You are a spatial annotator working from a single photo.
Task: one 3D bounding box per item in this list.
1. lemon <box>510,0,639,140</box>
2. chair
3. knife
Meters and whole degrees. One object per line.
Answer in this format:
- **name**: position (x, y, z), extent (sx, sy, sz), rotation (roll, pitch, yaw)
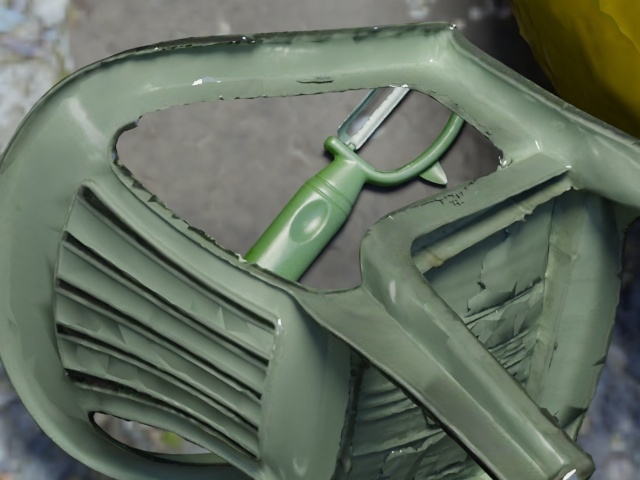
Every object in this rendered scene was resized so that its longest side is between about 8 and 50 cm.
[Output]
- **lemon**: position (0.224, -0.161, 0.656), extent (0.364, 0.364, 0.364), rotation (1, 78, -6)
- **chair**: position (0.025, 0.048, 0.595), extent (0.191, 0.275, 0.203), rotation (-12, 123, -33)
- **knife**: position (0.000, 0.000, 0.751), extent (0.054, 0.015, 0.212), rotation (41, 76, -5)
